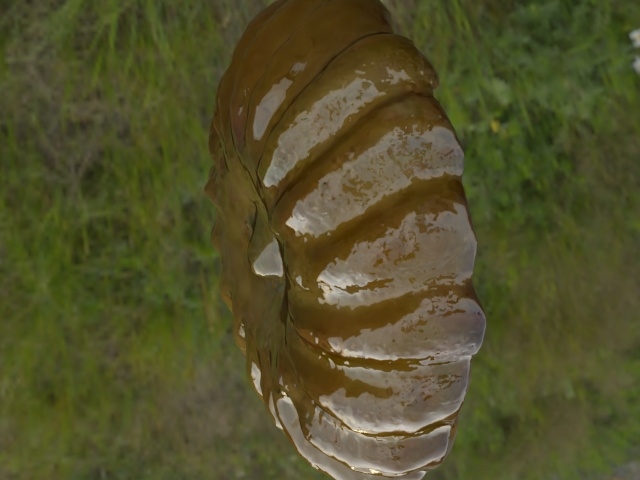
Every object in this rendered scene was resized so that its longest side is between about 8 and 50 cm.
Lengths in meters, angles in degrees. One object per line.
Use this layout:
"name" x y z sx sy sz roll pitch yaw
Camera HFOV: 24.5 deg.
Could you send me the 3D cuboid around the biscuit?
"biscuit" 0.000 0.000 0.924 0.107 0.325 0.326 -7 146 -15
